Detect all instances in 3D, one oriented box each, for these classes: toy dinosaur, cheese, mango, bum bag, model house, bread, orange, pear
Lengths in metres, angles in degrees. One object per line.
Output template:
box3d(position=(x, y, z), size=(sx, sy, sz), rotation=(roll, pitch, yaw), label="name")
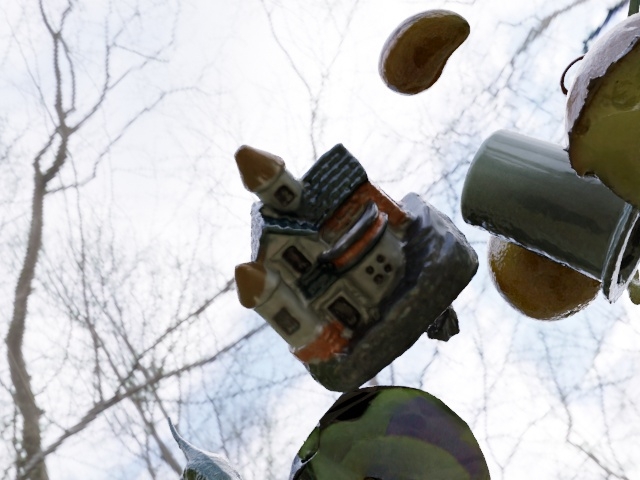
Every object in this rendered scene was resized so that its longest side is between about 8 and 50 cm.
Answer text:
box3d(position=(-0.180, 0.401, 1.784), size=(0.087, 0.447, 0.300), rotation=(-15, -45, -31), label="toy dinosaur")
box3d(position=(0.579, 0.082, 1.832), size=(0.030, 0.083, 0.044), rotation=(25, -59, -10), label="cheese")
box3d(position=(0.146, -0.276, 1.460), size=(0.102, 0.184, 0.085), rotation=(42, -121, -5), label="mango")
box3d(position=(0.219, 0.112, 1.959), size=(0.087, 0.197, 0.049), rotation=(-1, -27, -25), label="bum bag")
box3d(position=(0.000, 0.000, 1.259), size=(0.271, 0.190, 0.301), rotation=(-43, -70, 9), label="model house")
box3d(position=(0.397, -0.177, 1.178), size=(0.204, 0.162, 0.262), rotation=(31, -71, -24), label="bread")
box3d(position=(0.421, 0.037, 1.873), size=(0.236, 0.236, 0.236), rotation=(-16, -55, -24), label="orange")
box3d(position=(0.129, 0.484, 1.955), size=(0.399, 0.399, 0.165), rotation=(-41, -7, -5), label="pear")

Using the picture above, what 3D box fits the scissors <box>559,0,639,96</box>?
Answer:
box3d(position=(0.472, -0.312, 1.514), size=(0.144, 0.017, 0.247), rotation=(23, -83, -4), label="scissors")

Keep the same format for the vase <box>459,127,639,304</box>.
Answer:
box3d(position=(0.393, -0.054, 1.653), size=(0.245, 0.291, 0.245), rotation=(-42, -36, -42), label="vase")
